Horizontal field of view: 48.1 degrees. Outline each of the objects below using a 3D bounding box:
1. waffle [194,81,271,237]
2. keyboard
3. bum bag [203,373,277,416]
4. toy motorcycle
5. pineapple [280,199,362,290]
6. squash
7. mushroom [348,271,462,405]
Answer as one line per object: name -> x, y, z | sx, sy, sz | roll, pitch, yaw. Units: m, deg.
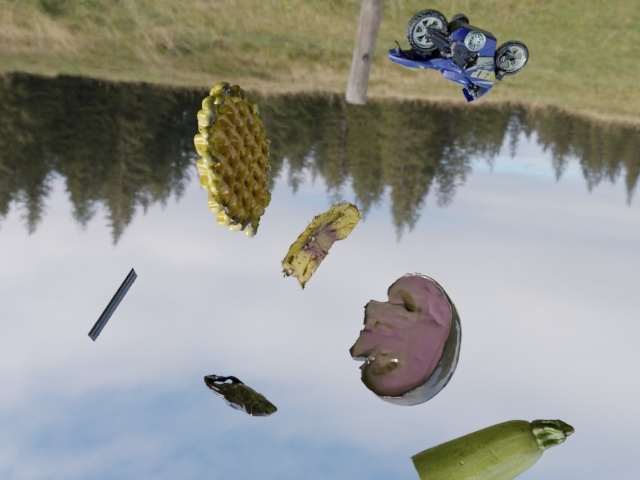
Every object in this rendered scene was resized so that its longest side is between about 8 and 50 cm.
waffle -> -0.175, -0.173, 1.466 | 0.062, 0.329, 0.329 | -4, -175, 20
keyboard -> -0.514, 0.158, 1.779 | 0.010, 0.198, 0.063 | 26, 158, 7
bum bag -> -0.205, 0.403, 1.844 | 0.248, 0.069, 0.102 | 22, 168, 47
toy motorcycle -> 0.305, -0.399, 1.582 | 0.316, 0.168, 0.113 | 12, -145, -21
pineapple -> -0.001, -0.001, 1.654 | 0.079, 0.233, 0.135 | 45, 180, -18
squash -> 0.317, 0.394, 1.305 | 0.288, 0.137, 0.137 | -24, -168, -3
mushroom -> 0.135, 0.151, 1.013 | 0.141, 0.188, 0.117 | -4, 143, 44
